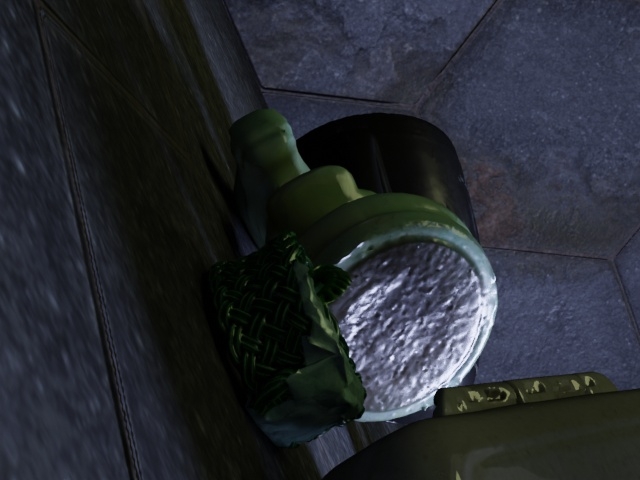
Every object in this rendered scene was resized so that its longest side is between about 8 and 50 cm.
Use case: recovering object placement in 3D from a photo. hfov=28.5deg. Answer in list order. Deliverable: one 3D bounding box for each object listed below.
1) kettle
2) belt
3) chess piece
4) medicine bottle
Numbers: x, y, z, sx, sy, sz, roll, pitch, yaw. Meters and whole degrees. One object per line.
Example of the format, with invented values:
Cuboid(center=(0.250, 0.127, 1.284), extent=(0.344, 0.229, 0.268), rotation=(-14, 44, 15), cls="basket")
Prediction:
Cuboid(center=(0.060, 0.030, 1.228), extent=(0.268, 0.207, 0.290), rotation=(68, 9, -55), cls="kettle")
Cuboid(center=(-0.011, 0.055, 0.740), extent=(0.151, 0.079, 0.121), rotation=(34, 34, -85), cls="belt")
Cuboid(center=(0.000, 0.000, 0.997), extent=(0.298, 0.175, 0.176), rotation=(47, -16, 56), cls="chess piece")
Cuboid(center=(0.156, 0.213, 0.703), extent=(0.375, 0.123, 0.282), rotation=(4, 56, -52), cls="medicine bottle")
